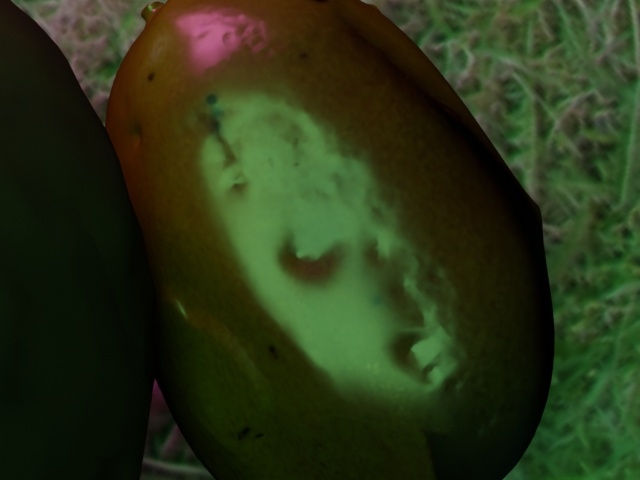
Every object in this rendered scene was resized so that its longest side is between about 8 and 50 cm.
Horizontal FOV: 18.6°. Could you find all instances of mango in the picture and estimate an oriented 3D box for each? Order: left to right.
[{"bbox_3d":[0.000,0.000,0.940,0.201,0.152,0.287,-27,81,-9],"label":"mango"}]

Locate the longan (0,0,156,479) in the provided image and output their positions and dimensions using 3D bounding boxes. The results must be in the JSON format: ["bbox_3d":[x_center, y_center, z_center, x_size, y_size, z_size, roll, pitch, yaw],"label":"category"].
[{"bbox_3d":[-0.272,0.038,0.839,0.404,0.404,0.436,-36,75,-2],"label":"longan"}]
